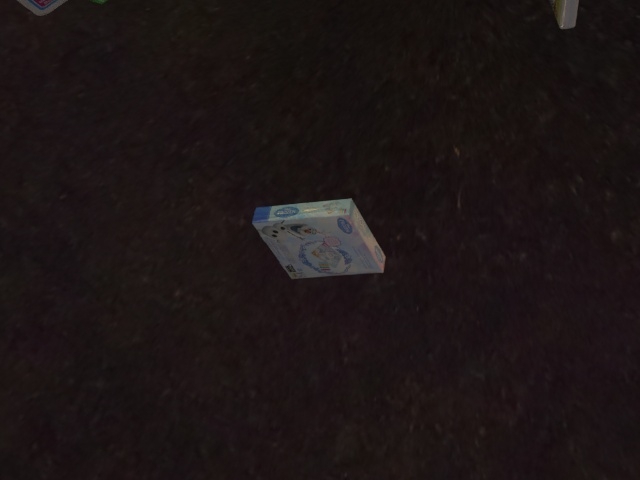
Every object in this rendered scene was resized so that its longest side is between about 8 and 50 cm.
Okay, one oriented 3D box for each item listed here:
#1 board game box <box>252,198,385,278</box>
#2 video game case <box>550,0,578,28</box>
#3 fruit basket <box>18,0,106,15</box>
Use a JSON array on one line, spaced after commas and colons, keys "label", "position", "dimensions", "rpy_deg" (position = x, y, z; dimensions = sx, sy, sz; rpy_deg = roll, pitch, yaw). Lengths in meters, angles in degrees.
[{"label": "board game box", "position": [0.000, 0.000, 0.915], "dimensions": [0.090, 0.020, 0.090], "rpy_deg": [-4, 145, 23]}, {"label": "video game case", "position": [0.289, -0.402, 1.291], "dimensions": [0.023, 0.193, 0.212], "rpy_deg": [-9, 144, 0]}, {"label": "fruit basket", "position": [-0.277, -0.405, 1.088], "dimensions": [0.327, 0.353, 0.165], "rpy_deg": [-38, 67, 9]}]
